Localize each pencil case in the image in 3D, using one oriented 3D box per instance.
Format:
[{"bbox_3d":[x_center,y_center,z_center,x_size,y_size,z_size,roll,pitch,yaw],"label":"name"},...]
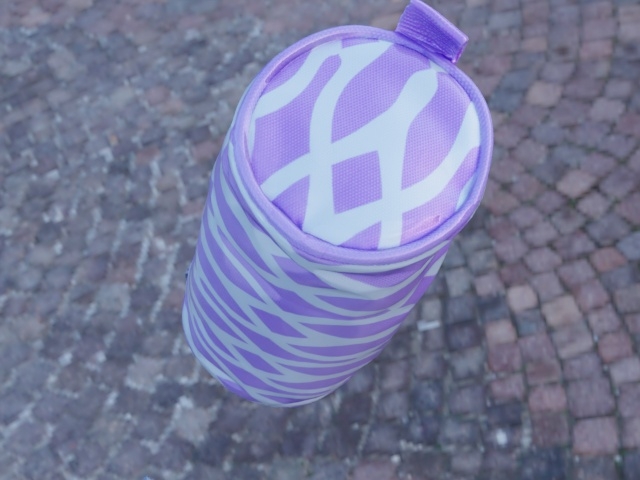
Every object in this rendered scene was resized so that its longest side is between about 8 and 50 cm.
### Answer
[{"bbox_3d":[0.000,0.000,0.493,0.086,0.206,0.088,41,70,4],"label":"pencil case"}]

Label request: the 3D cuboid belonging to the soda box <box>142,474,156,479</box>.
[{"bbox_3d":[0.001,0.160,0.516,0.058,0.183,0.063,-60,10,-4],"label":"soda box"}]
